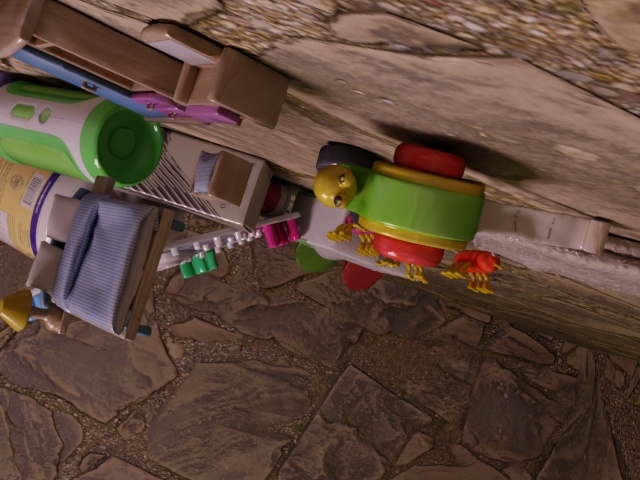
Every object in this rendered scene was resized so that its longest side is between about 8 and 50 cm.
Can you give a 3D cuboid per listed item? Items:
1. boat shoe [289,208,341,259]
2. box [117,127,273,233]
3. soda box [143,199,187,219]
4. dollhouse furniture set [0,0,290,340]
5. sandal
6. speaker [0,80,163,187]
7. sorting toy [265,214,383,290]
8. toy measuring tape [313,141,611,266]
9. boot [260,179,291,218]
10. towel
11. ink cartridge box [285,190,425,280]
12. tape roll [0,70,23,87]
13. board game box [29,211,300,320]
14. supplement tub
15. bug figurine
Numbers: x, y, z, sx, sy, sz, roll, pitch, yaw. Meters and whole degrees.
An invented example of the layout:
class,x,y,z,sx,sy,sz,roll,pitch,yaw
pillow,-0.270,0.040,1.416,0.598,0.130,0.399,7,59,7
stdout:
class,x,y,z,sx,sy,sz,roll,pitch,yaw
boat shoe,0.022,-0.006,1.767,0.075,0.083,0.226,16,175,38
box,-0.221,-0.106,1.318,0.275,0.113,0.094,16,175,7
soda box,-0.329,-0.083,1.785,0.073,0.069,0.216,18,-158,16
dollhouse furniture set,-0.224,-0.044,0.787,0.198,0.304,0.286,20,176,-36
sandal,0.073,-0.064,1.062,0.097,0.055,0.254,9,163,21
speaker,-0.350,-0.150,1.183,0.296,0.131,0.131,15,175,40
sorting toy,0.000,0.000,2.071,0.365,0.127,0.126,25,-157,-36
toy measuring tape,0.154,-0.022,0.826,0.330,0.121,0.121,11,178,-15
boot,-0.193,-0.099,1.491,0.244,0.088,0.176,3,166,45
towel,0.309,0.017,1.053,0.282,0.049,0.187,17,176,19
ink cartridge box,0.068,-0.007,1.495,0.212,0.093,0.154,23,174,-36
tape roll,-0.541,-0.227,1.318,0.189,0.080,0.189,19,175,2
board game box,-0.280,0.048,1.474,0.390,0.050,0.390,-15,178,-34
supplement tub,-0.506,-0.106,1.503,0.331,0.241,0.241,27,179,20
bug figurine,0.144,0.000,1.319,0.279,0.072,0.216,27,163,-36
